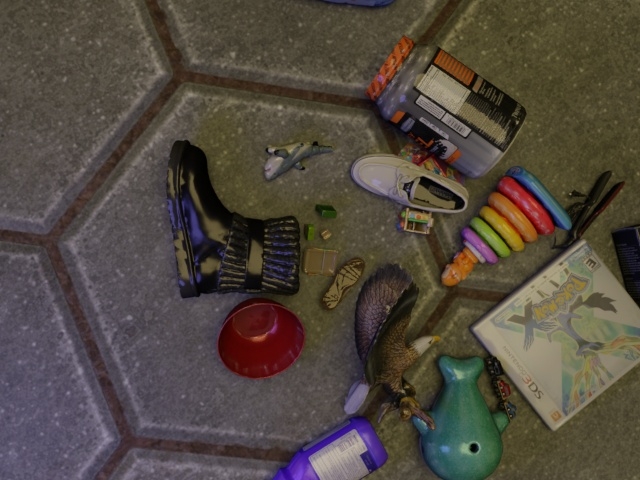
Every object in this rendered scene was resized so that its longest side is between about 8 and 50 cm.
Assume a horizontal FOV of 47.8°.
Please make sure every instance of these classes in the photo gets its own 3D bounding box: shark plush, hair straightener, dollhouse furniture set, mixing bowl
[{"bbox_3d":[-0.054,-0.185,1.605,0.161,0.073,0.067,-21,109,-28],"label":"shark plush"},{"bbox_3d":[0.601,-0.075,1.672,0.089,0.047,0.230,41,86,-2],"label":"hair straightener"},{"bbox_3d":[0.000,0.000,1.596,0.076,0.058,0.151,4,104,-14],"label":"dollhouse furniture set"},{"bbox_3d":[-0.131,0.188,1.512,0.182,0.098,0.181,-6,115,-13],"label":"mixing bowl"}]

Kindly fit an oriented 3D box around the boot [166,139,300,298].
[{"bbox_3d":[-0.176,-0.046,1.520,0.260,0.131,0.347,-6,97,-1],"label":"boot"}]

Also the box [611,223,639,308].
[{"bbox_3d":[0.781,0.055,1.646,0.153,0.108,0.206,-12,87,-8],"label":"box"}]

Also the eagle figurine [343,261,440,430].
[{"bbox_3d":[0.147,0.217,1.508,0.225,0.226,0.298,-32,110,-44],"label":"eagle figurine"}]

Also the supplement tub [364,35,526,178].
[{"bbox_3d":[0.266,-0.292,1.567,0.316,0.193,0.193,34,82,-3],"label":"supplement tub"}]

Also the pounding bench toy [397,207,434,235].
[{"bbox_3d":[0.209,-0.043,1.595,0.065,0.083,0.052,8,85,-7],"label":"pounding bench toy"}]

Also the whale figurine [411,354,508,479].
[{"bbox_3d":[0.307,0.382,1.544,0.217,0.141,0.271,5,83,-6],"label":"whale figurine"}]

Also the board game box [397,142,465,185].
[{"bbox_3d":[0.251,-0.152,1.634,0.169,0.033,0.133,9,84,-6],"label":"board game box"}]

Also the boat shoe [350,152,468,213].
[{"bbox_3d":[0.195,-0.118,1.580,0.268,0.088,0.096,22,105,-1],"label":"boat shoe"}]

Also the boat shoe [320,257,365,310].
[{"bbox_3d":[0.047,0.094,1.583,0.050,0.045,0.135,40,86,5],"label":"boat shoe"}]

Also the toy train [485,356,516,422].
[{"bbox_3d":[0.404,0.331,1.605,0.036,0.027,0.158,-16,98,22],"label":"toy train"}]

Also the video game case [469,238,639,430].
[{"bbox_3d":[0.555,0.211,1.626,0.329,0.036,0.300,-38,91,-2],"label":"video game case"}]

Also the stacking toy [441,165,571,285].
[{"bbox_3d":[0.379,-0.008,1.597,0.302,0.175,0.165,-42,97,5],"label":"stacking toy"}]

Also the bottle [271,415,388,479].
[{"bbox_3d":[-0.001,0.485,1.522,0.283,0.092,0.118,-30,94,-8],"label":"bottle"}]

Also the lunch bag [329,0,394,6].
[{"bbox_3d":[0.059,-0.661,1.613,0.304,0.115,0.243,5,83,-6],"label":"lunch bag"}]
